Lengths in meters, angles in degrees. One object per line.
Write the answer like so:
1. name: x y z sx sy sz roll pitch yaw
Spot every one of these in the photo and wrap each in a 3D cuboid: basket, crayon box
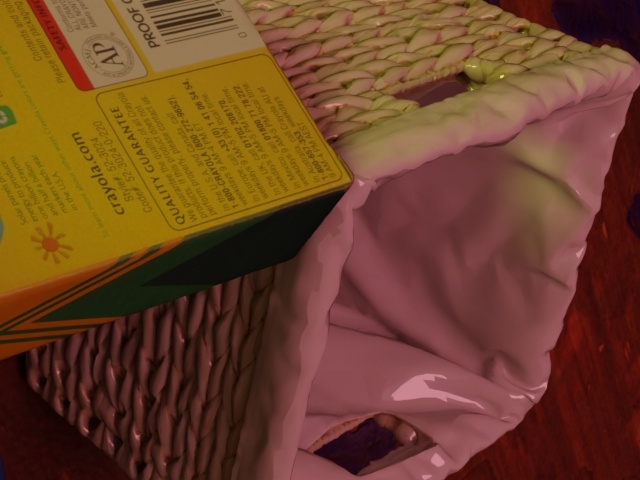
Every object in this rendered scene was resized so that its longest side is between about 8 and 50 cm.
1. basket: 0.000 0.000 0.962 0.328 0.266 0.331 -24 135 -44
2. crayon box: -0.166 -0.049 0.643 0.318 0.081 0.202 -18 69 -37

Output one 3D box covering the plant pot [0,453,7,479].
1. plant pot: -0.327 0.069 0.664 0.236 0.236 0.212 12 53 -49
